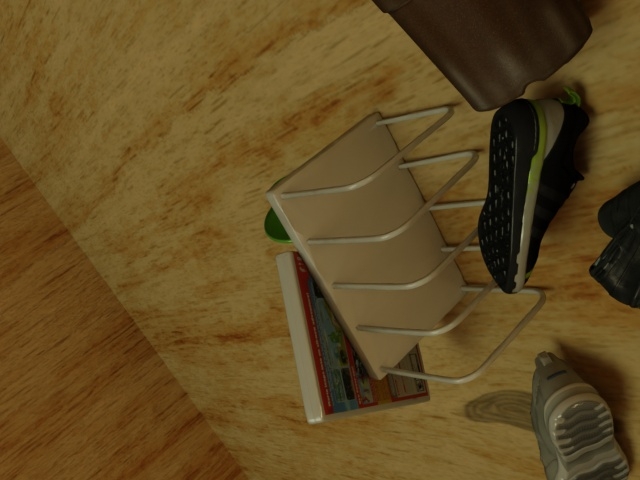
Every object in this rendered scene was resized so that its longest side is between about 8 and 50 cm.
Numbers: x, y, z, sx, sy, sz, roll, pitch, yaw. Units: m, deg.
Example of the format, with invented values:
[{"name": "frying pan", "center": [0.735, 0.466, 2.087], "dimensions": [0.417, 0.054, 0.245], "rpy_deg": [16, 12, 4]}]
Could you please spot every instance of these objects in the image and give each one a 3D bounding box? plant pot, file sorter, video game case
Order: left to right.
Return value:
[{"name": "video game case", "center": [0.051, 0.121, 1.083], "dimensions": [0.025, 0.285, 0.204], "rpy_deg": [-19, 76, 30]}, {"name": "file sorter", "center": [0.111, 0.004, 0.985], "dimensions": [0.173, 0.193, 0.278], "rpy_deg": [-4, 121, 55]}, {"name": "plant pot", "center": [0.139, -0.213, 0.729], "dimensions": [0.165, 0.167, 0.167], "rpy_deg": [50, 153, -15]}]

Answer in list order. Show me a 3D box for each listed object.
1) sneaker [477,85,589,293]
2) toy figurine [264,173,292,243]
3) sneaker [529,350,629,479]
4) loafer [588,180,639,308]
[{"name": "sneaker", "center": [0.225, -0.042, 0.849], "dimensions": [0.084, 0.097, 0.235], "rpy_deg": [-113, 17, -49]}, {"name": "toy figurine", "center": [0.000, 0.000, 1.254], "dimensions": [0.159, 0.130, 0.173], "rpy_deg": [60, 174, -36]}, {"name": "sneaker", "center": [0.331, 0.250, 1.088], "dimensions": [0.115, 0.105, 0.281], "rpy_deg": [-108, 1, -47]}, {"name": "loafer", "center": [0.303, -0.018, 0.792], "dimensions": [0.078, 0.076, 0.223], "rpy_deg": [28, 149, 24]}]
